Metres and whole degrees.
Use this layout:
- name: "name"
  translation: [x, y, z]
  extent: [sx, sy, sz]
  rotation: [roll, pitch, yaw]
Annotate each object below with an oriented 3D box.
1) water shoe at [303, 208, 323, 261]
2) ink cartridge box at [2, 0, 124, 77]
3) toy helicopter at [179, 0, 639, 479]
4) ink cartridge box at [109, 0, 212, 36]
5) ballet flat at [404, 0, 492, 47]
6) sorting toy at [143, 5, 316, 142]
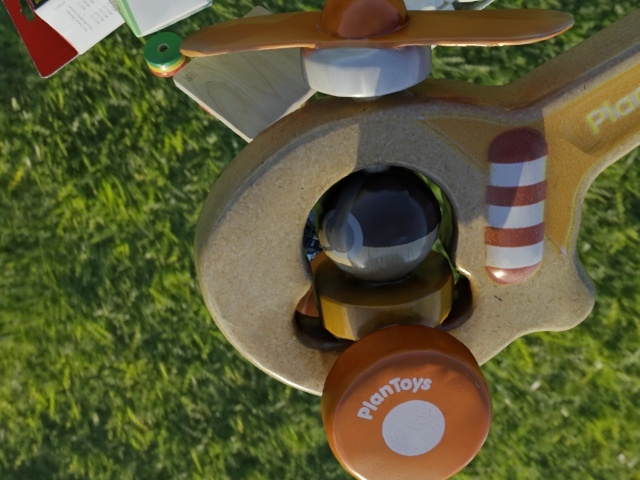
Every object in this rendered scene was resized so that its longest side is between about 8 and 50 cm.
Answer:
- name: "water shoe"
  translation: [0.000, 0.000, 1.414]
  extent: [0.203, 0.080, 0.073]
  rotation: [33, 74, -46]
- name: "ink cartridge box"
  translation: [-0.397, -0.446, 1.763]
  extent: [0.272, 0.309, 0.130]
  rotation: [-36, 148, 5]
- name: "toy helicopter"
  translation: [0.092, -0.059, 0.572]
  extent: [0.355, 0.140, 0.235]
  rotation: [-33, 114, 7]
- name: "ink cartridge box"
  translation: [-0.210, -0.329, 1.214]
  extent: [0.092, 0.219, 0.160]
  rotation: [-28, 125, -9]
- name: "ballet flat"
  translation: [0.206, -0.388, 1.819]
  extent: [0.400, 0.139, 0.139]
  rotation: [-37, 124, -9]
- name: "sorting toy"
  translation: [-0.060, -0.166, 1.254]
  extent: [0.132, 0.274, 0.046]
  rotation: [-43, 151, -15]
